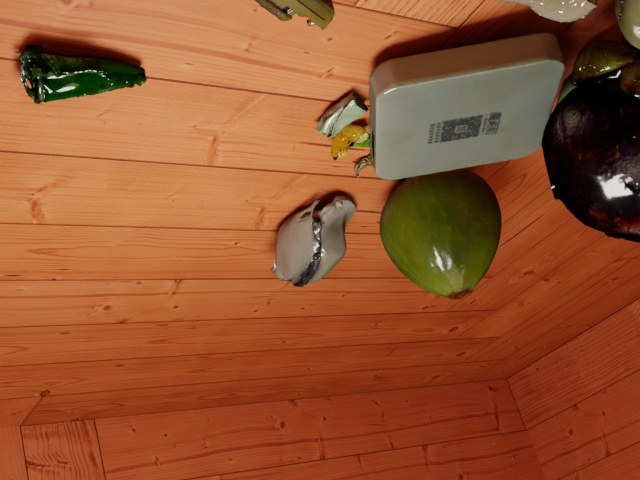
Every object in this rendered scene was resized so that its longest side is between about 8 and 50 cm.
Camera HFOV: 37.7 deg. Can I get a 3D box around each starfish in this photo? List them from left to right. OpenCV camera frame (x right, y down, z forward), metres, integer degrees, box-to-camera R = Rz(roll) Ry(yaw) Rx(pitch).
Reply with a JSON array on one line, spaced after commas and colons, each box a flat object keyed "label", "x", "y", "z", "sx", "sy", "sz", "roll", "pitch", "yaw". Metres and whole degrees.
[{"label": "starfish", "x": 0.117, "y": -0.174, "z": 2.103, "sx": 0.091, "sy": 0.028, "sz": 0.078, "roll": -14, "pitch": 161, "yaw": -15}]

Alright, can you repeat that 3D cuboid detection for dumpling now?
[{"label": "dumpling", "x": 0.001, "y": 0.012, "z": 2.264, "sx": 0.204, "sy": 0.163, "sz": 0.293, "roll": 6, "pitch": 135, "yaw": -34}]

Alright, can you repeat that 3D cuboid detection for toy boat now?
[{"label": "toy boat", "x": -0.053, "y": -0.395, "z": 1.491, "sx": 0.088, "sy": 0.068, "sz": 0.226, "roll": -23, "pitch": 158, "yaw": 23}]

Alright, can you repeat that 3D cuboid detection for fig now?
[{"label": "fig", "x": 0.292, "y": -0.009, "z": 2.221, "sx": 0.316, "sy": 0.316, "sz": 0.316, "roll": -15, "pitch": 155, "yaw": -7}]

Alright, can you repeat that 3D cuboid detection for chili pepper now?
[{"label": "chili pepper", "x": -0.388, "y": -0.269, "z": 1.532, "sx": 0.216, "sy": 0.062, "sz": 0.108, "roll": 0, "pitch": 156, "yaw": -34}]

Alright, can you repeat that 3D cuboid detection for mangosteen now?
[{"label": "mangosteen", "x": 0.605, "y": -0.204, "z": 1.823, "sx": 0.381, "sy": 0.421, "sz": 0.381, "roll": -25, "pitch": 178, "yaw": -1}]

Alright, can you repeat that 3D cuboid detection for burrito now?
[{"label": "burrito", "x": 0.038, "y": -0.248, "z": 1.875, "sx": 0.118, "sy": 0.044, "sz": 0.074, "roll": -32, "pitch": 160, "yaw": 25}]

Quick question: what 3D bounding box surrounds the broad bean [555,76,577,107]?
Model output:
[{"label": "broad bean", "x": 0.597, "y": -0.304, "z": 2.085, "sx": 0.169, "sy": 0.100, "sz": 0.228, "roll": -22, "pitch": 144, "yaw": -11}]

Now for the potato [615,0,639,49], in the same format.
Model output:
[{"label": "potato", "x": 0.650, "y": -0.453, "z": 1.621, "sx": 0.326, "sy": 0.243, "sz": 0.221, "roll": -28, "pitch": 158, "yaw": -15}]

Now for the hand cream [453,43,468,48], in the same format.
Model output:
[{"label": "hand cream", "x": 0.351, "y": -0.356, "z": 1.873, "sx": 0.224, "sy": 0.048, "sz": 0.083, "roll": 0, "pitch": 154, "yaw": -24}]

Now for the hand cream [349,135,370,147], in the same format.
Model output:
[{"label": "hand cream", "x": 0.110, "y": -0.212, "z": 2.023, "sx": 0.122, "sy": 0.023, "sz": 0.036, "roll": 1, "pitch": 129, "yaw": -34}]

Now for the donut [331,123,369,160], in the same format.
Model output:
[{"label": "donut", "x": 0.061, "y": -0.203, "z": 1.964, "sx": 0.067, "sy": 0.083, "sz": 0.038, "roll": 19, "pitch": -171, "yaw": 19}]

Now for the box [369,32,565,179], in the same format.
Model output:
[{"label": "box", "x": 0.286, "y": -0.263, "z": 1.891, "sx": 0.373, "sy": 0.090, "sz": 0.367, "roll": -11, "pitch": 156, "yaw": -2}]

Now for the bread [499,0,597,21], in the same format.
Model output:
[{"label": "bread", "x": 0.301, "y": -0.469, "z": 1.446, "sx": 0.183, "sy": 0.102, "sz": 0.337, "roll": -4, "pitch": 142, "yaw": 37}]
